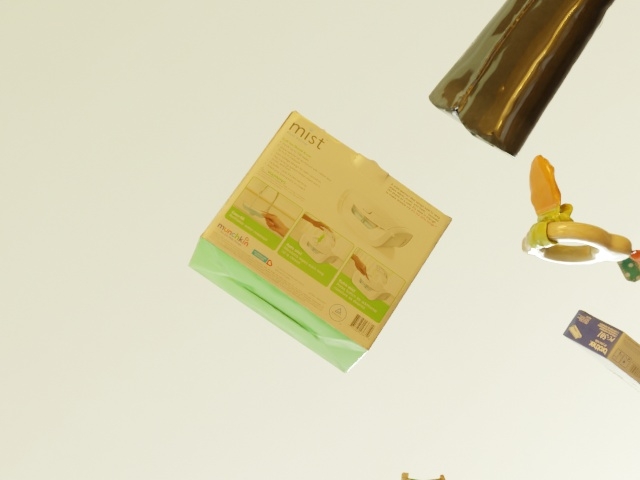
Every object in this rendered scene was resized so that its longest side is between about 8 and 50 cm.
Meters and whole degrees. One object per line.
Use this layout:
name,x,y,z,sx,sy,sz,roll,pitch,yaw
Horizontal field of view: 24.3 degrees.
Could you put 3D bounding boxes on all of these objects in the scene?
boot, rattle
boot,0.384,-0.318,2.226,0.146,0.367,0.445,36,-83,-24
rattle,0.394,-0.026,2.141,0.130,0.200,0.142,102,173,-55

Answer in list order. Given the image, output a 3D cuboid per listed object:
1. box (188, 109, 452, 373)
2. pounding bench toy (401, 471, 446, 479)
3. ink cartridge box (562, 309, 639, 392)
box,0.000,0.000,1.969,0.231,0.262,0.127,-57,1,-25
pounding bench toy,0.161,0.379,2.237,0.065,0.083,0.052,-7,-50,-13
ink cartridge box,0.430,0.172,2.026,0.207,0.097,0.046,35,-93,-33
